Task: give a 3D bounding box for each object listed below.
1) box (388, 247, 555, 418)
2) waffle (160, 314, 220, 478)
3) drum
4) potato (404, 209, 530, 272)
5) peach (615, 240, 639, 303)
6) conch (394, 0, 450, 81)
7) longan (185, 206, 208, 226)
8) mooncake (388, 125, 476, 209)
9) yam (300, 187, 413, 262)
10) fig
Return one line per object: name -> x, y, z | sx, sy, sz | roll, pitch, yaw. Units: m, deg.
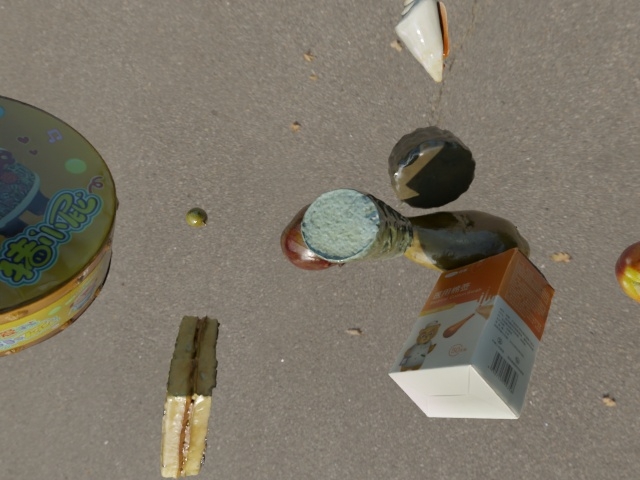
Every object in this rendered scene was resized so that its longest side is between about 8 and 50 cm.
box -> 0.328, 0.191, 0.868 | 0.143, 0.341, 0.225 | 48, 143, -8
waffle -> -0.338, 0.404, 1.065 | 0.114, 0.261, 0.376 | 8, 124, -13
drum -> -0.570, -0.022, 0.676 | 0.431, 0.431, 0.214 | 49, 139, 4
potato -> 0.379, 0.004, 1.097 | 0.369, 0.176, 0.195 | 6, 81, -1
peach -> 0.874, 0.074, 1.043 | 0.190, 0.192, 0.190 | 25, 128, 36
conch -> 0.217, -0.413, 0.810 | 0.094, 0.104, 0.176 | -35, 103, 36
longan -> -0.409, -0.073, 1.362 | 0.083, 0.075, 0.075 | 36, 105, 18
mooncake -> 0.297, -0.199, 1.112 | 0.228, 0.124, 0.228 | -2, 134, -3
yam -> 0.099, -0.017, 0.786 | 0.133, 0.330, 0.133 | -3, 84, 30
fig -> -0.001, -0.001, 1.105 | 0.205, 0.205, 0.205 | 2, 98, 15
